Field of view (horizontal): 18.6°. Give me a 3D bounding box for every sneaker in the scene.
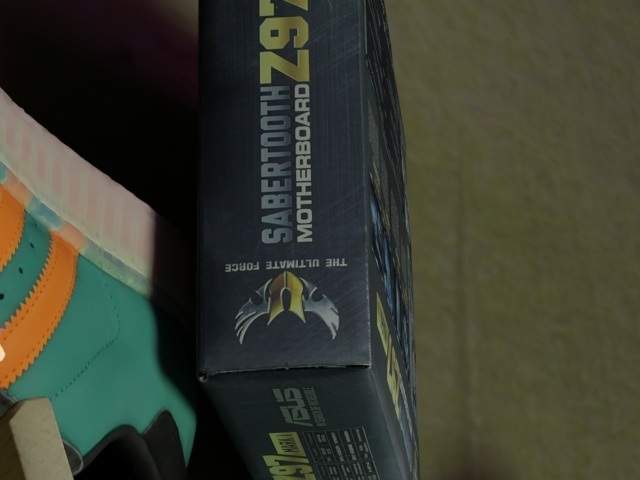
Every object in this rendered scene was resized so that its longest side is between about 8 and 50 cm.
[{"bbox_3d":[-0.122,0.024,0.529,0.302,0.108,0.121,32,46,-53],"label":"sneaker"}]

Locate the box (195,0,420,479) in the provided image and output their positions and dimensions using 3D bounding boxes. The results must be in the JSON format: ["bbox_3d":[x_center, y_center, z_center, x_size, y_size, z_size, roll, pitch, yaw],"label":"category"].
[{"bbox_3d":[0.000,0.000,0.714,0.232,0.059,0.183,72,15,-67],"label":"box"}]

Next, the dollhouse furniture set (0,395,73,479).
[{"bbox_3d":[-0.168,0.104,0.373,0.212,0.161,0.242,-6,67,-36],"label":"dollhouse furniture set"}]
